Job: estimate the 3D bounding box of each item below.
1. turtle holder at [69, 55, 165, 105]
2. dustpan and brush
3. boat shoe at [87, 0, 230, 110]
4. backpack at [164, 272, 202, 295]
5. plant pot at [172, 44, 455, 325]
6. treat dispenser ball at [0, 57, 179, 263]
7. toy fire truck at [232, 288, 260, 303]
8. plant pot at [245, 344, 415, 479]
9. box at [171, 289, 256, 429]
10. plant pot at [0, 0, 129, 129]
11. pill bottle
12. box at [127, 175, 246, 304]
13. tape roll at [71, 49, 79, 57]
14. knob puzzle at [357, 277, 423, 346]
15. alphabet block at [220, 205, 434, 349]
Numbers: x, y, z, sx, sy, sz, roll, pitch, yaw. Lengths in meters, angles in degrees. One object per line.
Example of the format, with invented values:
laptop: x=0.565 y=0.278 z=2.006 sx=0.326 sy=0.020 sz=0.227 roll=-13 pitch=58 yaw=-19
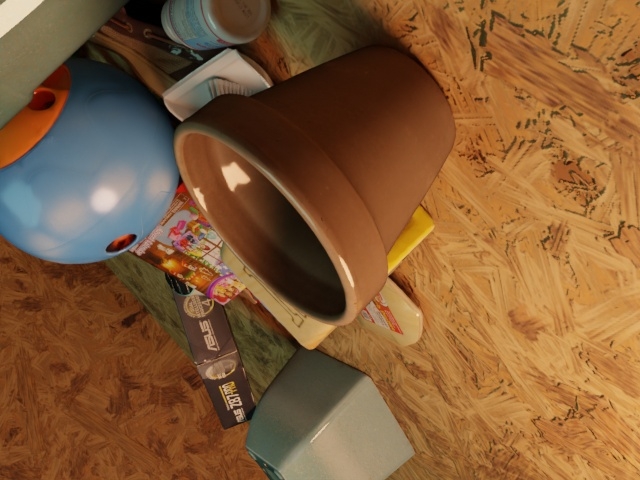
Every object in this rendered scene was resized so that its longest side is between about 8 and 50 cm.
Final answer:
turtle holder: x=-0.383 y=-0.175 z=1.437 sx=0.243 sy=0.227 sz=0.320 roll=180 pitch=84 yaw=-69
dustpan and brush: x=-0.086 y=-0.162 z=1.116 sx=0.147 sy=0.060 sz=0.211 roll=-24 pitch=151 yaw=37
boat shoe: x=-0.258 y=-0.322 z=1.173 sx=0.342 sy=0.123 sz=0.123 roll=41 pitch=127 yaw=19
backpack: x=-0.214 y=0.009 z=1.540 sx=0.144 sy=0.188 sz=0.166 roll=7 pitch=-175 yaw=-38
plant pot: x=0.016 y=-0.078 z=0.874 sx=0.263 sy=0.229 sz=0.263 roll=40 pitch=157 yaw=21
treat dispenser ball: x=-0.343 y=-0.111 z=1.178 sx=0.288 sy=0.288 sz=0.288 roll=40 pitch=158 yaw=20
toy fire truck: x=-0.162 y=0.093 z=1.777 sx=0.192 sy=0.047 sz=0.135 roll=28 pitch=152 yaw=40
plant pot: x=-0.005 y=0.413 z=1.752 sx=0.248 sy=0.252 sz=0.247 roll=16 pitch=142 yaw=53
box: x=-0.249 y=0.163 z=1.793 sx=0.318 sy=0.097 sz=0.395 roll=87 pitch=162 yaw=-55
plant pot: x=-0.356 y=-0.326 z=0.920 sx=0.341 sy=0.334 sz=0.341 roll=54 pitch=-178 yaw=-3
pill bottle: x=-0.133 y=-0.276 z=1.014 sx=0.160 sy=0.087 sz=0.087 roll=12 pitch=139 yaw=57
box: x=-0.162 y=-0.019 z=1.326 sx=0.201 sy=0.057 sz=0.293 roll=31 pitch=139 yaw=-18
tape roll: x=-0.618 y=-0.384 z=1.565 sx=0.321 sy=0.077 sz=0.321 roll=13 pitch=167 yaw=3
knob puzzle: x=0.095 y=0.087 z=1.289 sx=0.213 sy=0.030 sz=0.213 roll=40 pitch=158 yaw=21
alphabet block: x=0.000 y=0.000 z=1.104 sx=0.193 sy=0.192 sz=0.197 roll=44 pitch=160 yaw=5
